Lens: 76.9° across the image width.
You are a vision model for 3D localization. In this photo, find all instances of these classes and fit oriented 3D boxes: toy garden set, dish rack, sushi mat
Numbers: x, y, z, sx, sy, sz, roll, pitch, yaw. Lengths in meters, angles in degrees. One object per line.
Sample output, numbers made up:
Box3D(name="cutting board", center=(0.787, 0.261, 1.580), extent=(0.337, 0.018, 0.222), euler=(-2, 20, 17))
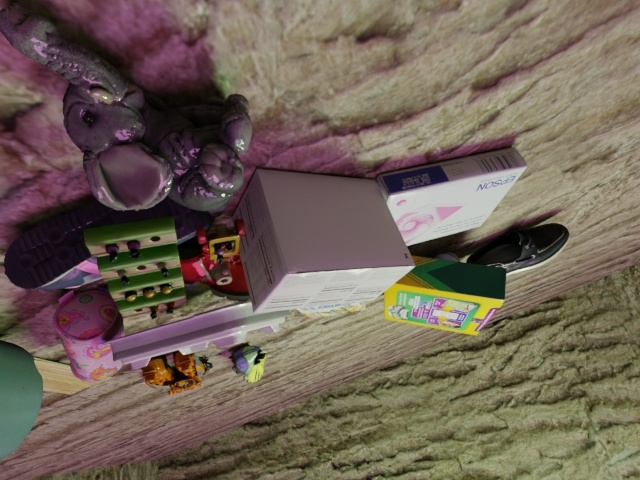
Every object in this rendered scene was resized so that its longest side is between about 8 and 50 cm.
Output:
Box3D(name="toy garden set", center=(-0.220, 0.055, 0.626), extent=(0.204, 0.049, 0.244), euler=(-11, 149, -19))
Box3D(name="dish rack", center=(-0.237, 0.194, 0.849), extent=(0.333, 0.072, 0.285), euler=(-17, 171, 16))
Box3D(name="sushi mat", center=(-0.737, 0.375, 1.104), extent=(0.152, 0.019, 0.316), euler=(-21, 151, 3))

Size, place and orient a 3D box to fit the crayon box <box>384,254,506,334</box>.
Box3D(name="crayon box", center=(0.355, 0.172, 1.235), extent=(0.313, 0.106, 0.363), euler=(9, 155, 13))

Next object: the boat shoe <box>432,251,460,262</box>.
Box3D(name="boat shoe", center=(0.420, 0.101, 1.327), extent=(0.094, 0.109, 0.302), euler=(-55, 154, -15))

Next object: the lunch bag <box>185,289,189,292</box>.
Box3D(name="lunch bag", center=(-0.307, 0.088, 0.852), extent=(0.083, 0.053, 0.071), euler=(-21, 152, 19))

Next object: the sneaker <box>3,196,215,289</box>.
Box3D(name="sneaker", center=(-0.312, -0.010, 0.651), extent=(0.319, 0.112, 0.131), euler=(-18, 172, -4))

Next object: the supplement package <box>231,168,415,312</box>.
Box3D(name="supplement package", center=(0.000, 0.000, 0.738), extent=(0.262, 0.203, 0.145), euler=(0, 147, -33))

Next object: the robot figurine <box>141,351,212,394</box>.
Box3D(name="robot figurine", center=(-0.469, 0.437, 1.320), extent=(0.211, 0.085, 0.291), euler=(-13, 151, -11))

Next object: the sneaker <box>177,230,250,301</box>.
Box3D(name="sneaker", center=(-0.192, 0.039, 0.753), extent=(0.279, 0.107, 0.118), euler=(4, 136, -15))

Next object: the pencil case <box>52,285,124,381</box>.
Box3D(name="pencil case", center=(-0.499, 0.213, 0.883), extent=(0.124, 0.124, 0.284), euler=(-6, 147, -26))

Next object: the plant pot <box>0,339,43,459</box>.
Box3D(name="plant pot", center=(-0.697, 0.277, 0.672), extent=(0.341, 0.341, 0.334), euler=(-19, 160, -3))

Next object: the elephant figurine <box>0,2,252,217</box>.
Box3D(name="elephant figurine", center=(-0.214, -0.123, 0.475), extent=(0.240, 0.185, 0.169), euler=(6, -173, -23))

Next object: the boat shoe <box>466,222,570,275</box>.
Box3D(name="boat shoe", center=(0.616, 0.021, 1.277), extent=(0.340, 0.127, 0.113), euler=(-25, 129, 13))

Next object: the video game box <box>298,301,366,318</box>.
Box3D(name="video game box", center=(0.022, 0.175, 1.187), extent=(0.187, 0.048, 0.205), euler=(-10, 154, 15))

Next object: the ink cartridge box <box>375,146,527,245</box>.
Box3D(name="ink cartridge box", center=(0.262, -0.059, 0.953), extent=(0.324, 0.071, 0.330), euler=(-14, 150, -13))

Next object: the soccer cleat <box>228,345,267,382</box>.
Box3D(name="soccer cleat", center=(-0.244, 0.458, 1.501), extent=(0.121, 0.093, 0.289), euler=(-25, 153, -5))
